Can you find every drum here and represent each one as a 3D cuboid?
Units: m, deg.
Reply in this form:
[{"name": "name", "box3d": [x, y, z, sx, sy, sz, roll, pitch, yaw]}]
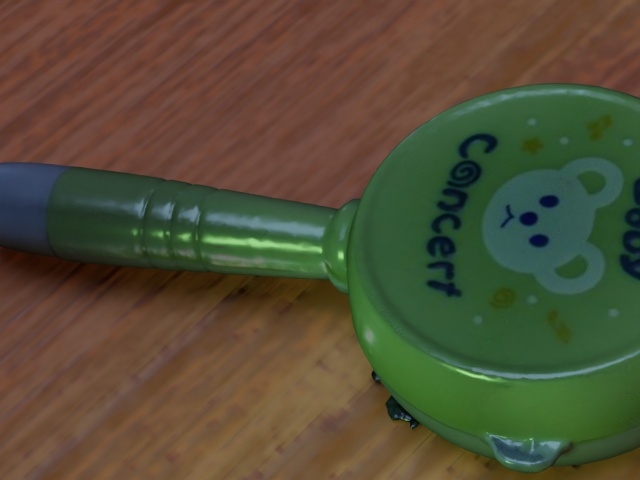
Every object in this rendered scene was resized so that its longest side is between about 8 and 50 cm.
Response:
[{"name": "drum", "box3d": [-0.001, 0.017, 0.420, 0.253, 0.049, 0.130, -6, 51, 11]}]
